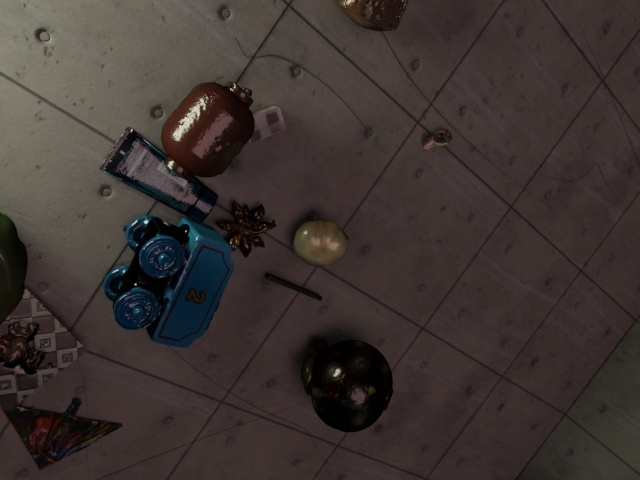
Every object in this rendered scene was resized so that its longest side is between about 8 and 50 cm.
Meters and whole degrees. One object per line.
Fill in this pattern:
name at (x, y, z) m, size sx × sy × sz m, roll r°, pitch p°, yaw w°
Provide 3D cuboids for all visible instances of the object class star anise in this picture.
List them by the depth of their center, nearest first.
star anise at (-0.199, -0.031, 1.535) m, size 0.167 × 0.057 × 0.168 m, roll -8°, pitch 113°, yaw -19°

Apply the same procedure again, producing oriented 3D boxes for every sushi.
sushi at (-0.728, 0.256, 1.404) m, size 0.231 × 0.047 × 0.220 m, roll -38°, pitch 118°, yaw -12°

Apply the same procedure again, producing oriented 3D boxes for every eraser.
eraser at (-0.144, -0.292, 1.465) m, size 0.105 × 0.026 × 0.065 m, roll -26°, pitch 123°, yaw -15°

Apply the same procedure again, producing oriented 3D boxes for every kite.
kite at (-0.702, 0.511, 1.548) m, size 0.321 × 0.016 × 0.234 m, roll 24°, pitch 101°, yaw -31°

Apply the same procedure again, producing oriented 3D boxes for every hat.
hat at (0.337, -0.297, 1.698) m, size 0.087 × 0.042 × 0.058 m, roll -20°, pitch 122°, yaw 22°

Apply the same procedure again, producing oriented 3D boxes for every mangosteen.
mangosteen at (0.076, 0.427, 1.756) m, size 0.287 × 0.288 × 0.288 m, roll -10°, pitch 115°, yaw -22°

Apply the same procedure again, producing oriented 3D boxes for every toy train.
toy train at (-0.369, 0.101, 1.435) m, size 0.265 × 0.188 × 0.300 m, roll 20°, pitch 100°, yaw -36°

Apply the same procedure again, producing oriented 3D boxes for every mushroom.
mushroom at (0.000, 0.000, 1.615) m, size 0.154 × 0.123 × 0.154 m, roll 2°, pitch 142°, yaw 2°

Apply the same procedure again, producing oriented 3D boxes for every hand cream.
hand cream at (-0.376, -0.145, 1.401) m, size 0.270 × 0.061 × 0.120 m, roll 35°, pitch 92°, yaw -28°

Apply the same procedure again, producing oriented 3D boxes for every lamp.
lamp at (-0.255, -0.254, 1.348) m, size 0.258 × 0.180 × 0.180 m, roll -50°, pitch 123°, yaw -1°

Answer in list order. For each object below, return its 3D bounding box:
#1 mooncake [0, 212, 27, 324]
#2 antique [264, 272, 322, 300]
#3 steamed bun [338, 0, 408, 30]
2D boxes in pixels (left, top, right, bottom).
mooncake at (-0.792, 0.052, 1.202) m, size 0.351 × 0.187 × 0.352 m, roll -8°, pitch 115°, yaw -19°
antique at (-0.076, 0.134, 1.681) m, size 0.192 × 0.031 × 0.015 m, roll 26°, pitch 92°, yaw -32°
steamed bun at (0.135, -0.591, 1.426) m, size 0.175 × 0.106 × 0.145 m, roll 9°, pitch 107°, yaw -31°
